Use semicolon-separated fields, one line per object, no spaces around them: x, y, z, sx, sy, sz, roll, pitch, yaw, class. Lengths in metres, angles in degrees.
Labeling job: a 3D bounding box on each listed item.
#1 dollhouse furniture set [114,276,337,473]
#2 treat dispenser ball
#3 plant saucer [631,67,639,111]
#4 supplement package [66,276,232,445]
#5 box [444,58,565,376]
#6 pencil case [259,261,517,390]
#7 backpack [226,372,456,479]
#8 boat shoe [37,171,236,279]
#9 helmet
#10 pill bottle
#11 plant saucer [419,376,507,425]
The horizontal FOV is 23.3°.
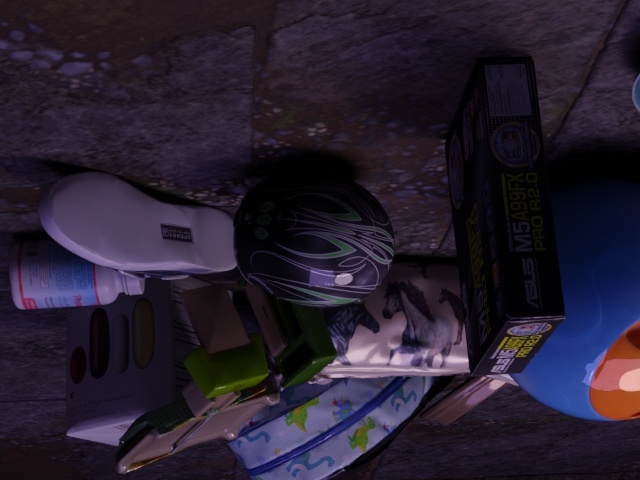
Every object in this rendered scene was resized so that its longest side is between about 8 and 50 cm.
-0.148;0.155;1.949;0.198;0.151;0.301;-13;160;-36;dollhouse furniture set
0.335;0.069;1.830;0.288;0.288;0.288;-3;161;-1;treat dispenser ball
0.459;-0.178;1.498;0.318;0.043;0.317;-3;161;-1;plant saucer
-0.237;0.169;2.166;0.194;0.203;0.149;-15;157;30;supplement package
0.182;-0.018;1.572;0.060;0.270;0.216;-2;162;-6;box
0.115;0.121;2.115;0.410;0.183;0.160;3;160;-20;pencil case
0.002;0.244;2.284;0.290;0.355;0.273;-22;111;33;backpack
-0.226;-0.006;1.816;0.102;0.108;0.301;-19;163;36;boat shoe
0.000;0.000;1.768;0.162;0.169;0.169;6;167;27;helmet
-0.305;0.040;1.949;0.160;0.087;0.087;-3;161;1;pill bottle
0.273;0.201;2.376;0.278;0.041;0.278;-35;174;-4;plant saucer
